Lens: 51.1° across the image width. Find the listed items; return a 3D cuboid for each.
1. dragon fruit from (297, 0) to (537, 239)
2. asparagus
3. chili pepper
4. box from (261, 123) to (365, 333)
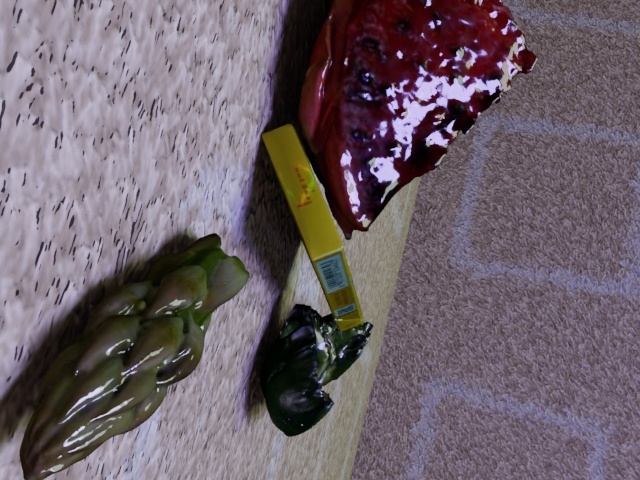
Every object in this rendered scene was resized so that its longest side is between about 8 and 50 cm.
[{"bbox_3d":[0.026,-0.193,0.789,0.286,0.228,0.329,-48,-159,-1],"label":"dragon fruit"},{"bbox_3d":[-0.109,0.056,0.459,0.287,0.080,0.080,-55,154,-59],"label":"asparagus"},{"bbox_3d":[-0.020,0.165,0.895,0.148,0.116,0.264,-52,176,11],"label":"chili pepper"},{"bbox_3d":[0.000,0.000,0.780,0.279,0.041,0.153,71,-3,-67],"label":"box"}]
